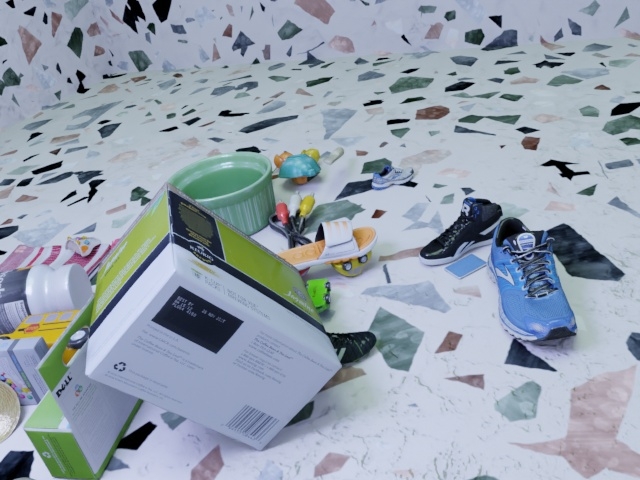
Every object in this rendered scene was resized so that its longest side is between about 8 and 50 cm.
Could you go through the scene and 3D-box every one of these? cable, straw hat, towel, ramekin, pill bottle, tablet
[{"bbox_3d":[-0.078,-0.036,1.529,0.139,0.072,0.287,-14,31,8],"label":"cable"},{"bbox_3d":[-0.655,0.336,1.120,0.144,0.144,0.061,-39,-2,-37],"label":"straw hat"},{"bbox_3d":[-0.759,0.084,1.598,0.329,0.037,0.237,-1,33,16],"label":"towel"},{"bbox_3d":[-0.270,-0.121,1.656,0.303,0.148,0.303,-8,31,5],"label":"ramekin"},{"bbox_3d":[-0.687,0.143,1.354,0.278,0.162,0.162,-12,31,0],"label":"pill bottle"},{"bbox_3d":[0.323,0.057,1.304,0.083,0.006,0.054,-25,34,-20],"label":"tablet"}]

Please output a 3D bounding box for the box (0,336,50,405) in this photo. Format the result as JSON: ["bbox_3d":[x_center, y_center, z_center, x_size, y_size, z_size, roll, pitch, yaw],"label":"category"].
[{"bbox_3d":[-0.608,0.261,1.152,0.186,0.145,0.038,-5,30,10],"label":"box"}]

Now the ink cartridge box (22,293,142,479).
[{"bbox_3d":[-0.419,0.247,1.003,0.097,0.255,0.189,-3,32,14],"label":"ink cartridge box"}]

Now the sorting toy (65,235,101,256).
[{"bbox_3d":[-0.652,0.006,1.626,0.083,0.045,0.075,16,23,33],"label":"sorting toy"}]

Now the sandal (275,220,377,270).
[{"bbox_3d":[0.002,0.005,1.323,0.265,0.076,0.102,-16,32,-7],"label":"sandal"}]

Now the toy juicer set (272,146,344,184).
[{"bbox_3d":[-0.044,-0.228,1.829,0.329,0.089,0.209,1,20,36],"label":"toy juicer set"}]

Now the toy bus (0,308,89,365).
[{"bbox_3d":[-0.532,0.218,1.230,0.332,0.108,0.130,-7,31,8],"label":"toy bus"}]

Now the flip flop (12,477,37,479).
[{"bbox_3d":[-0.410,0.419,0.889,0.277,0.080,0.112,9,37,31],"label":"flip flop"}]

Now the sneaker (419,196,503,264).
[{"bbox_3d":[0.315,-0.033,1.342,0.217,0.121,0.079,-21,31,-15],"label":"sneaker"}]

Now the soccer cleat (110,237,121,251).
[{"bbox_3d":[-0.460,0.044,1.540,0.248,0.083,0.095,10,7,40],"label":"soccer cleat"}]

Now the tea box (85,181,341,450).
[{"bbox_3d":[-0.187,0.122,1.008,0.220,0.329,0.323,-48,29,12],"label":"tea box"}]

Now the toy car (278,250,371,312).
[{"bbox_3d":[-0.003,0.094,1.309,0.239,0.053,0.225,-6,32,10],"label":"toy car"}]

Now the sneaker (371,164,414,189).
[{"bbox_3d":[0.210,-0.192,1.698,0.135,0.058,0.052,-21,32,-16],"label":"sneaker"}]

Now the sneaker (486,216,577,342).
[{"bbox_3d":[0.393,0.065,1.132,0.129,0.147,0.330,-10,32,3],"label":"sneaker"}]

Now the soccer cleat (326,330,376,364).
[{"bbox_3d":[0.020,0.200,1.108,0.179,0.072,0.060,-16,31,-7],"label":"soccer cleat"}]
